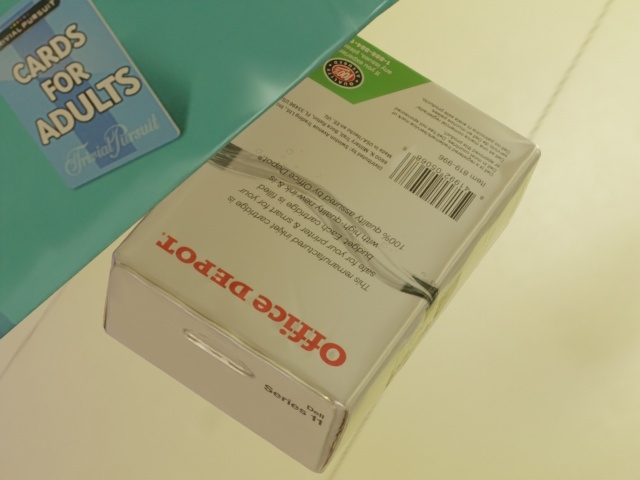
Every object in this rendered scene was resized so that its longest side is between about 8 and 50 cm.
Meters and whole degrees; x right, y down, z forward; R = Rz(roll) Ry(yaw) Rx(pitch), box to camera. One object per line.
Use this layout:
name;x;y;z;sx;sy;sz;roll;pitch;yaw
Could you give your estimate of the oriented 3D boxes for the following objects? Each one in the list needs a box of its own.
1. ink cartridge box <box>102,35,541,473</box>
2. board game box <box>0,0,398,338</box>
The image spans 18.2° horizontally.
ink cartridge box;0.000;0.000;1.092;0.153;0.087;0.208;33;58;10
board game box;-0.161;-0.025;0.530;0.336;0.254;0.079;-40;120;6
